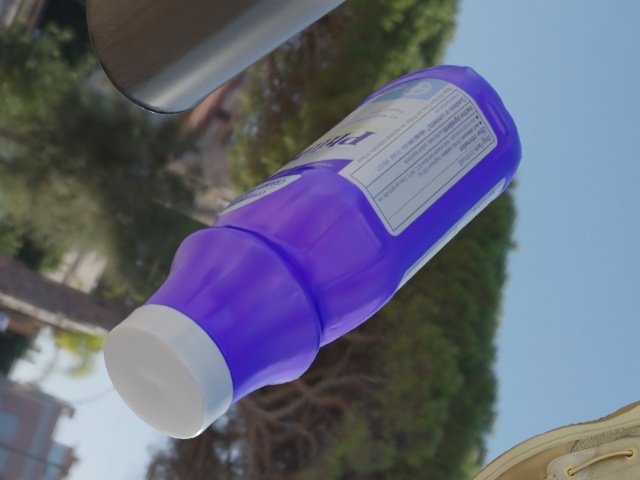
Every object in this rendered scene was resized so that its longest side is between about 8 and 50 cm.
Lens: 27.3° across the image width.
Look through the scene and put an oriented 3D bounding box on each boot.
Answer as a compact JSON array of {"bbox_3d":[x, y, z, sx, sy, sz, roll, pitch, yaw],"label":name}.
[{"bbox_3d":[0.239,0.234,0.995,0.203,0.262,0.095,-118,-170,-47],"label":"boot"}]

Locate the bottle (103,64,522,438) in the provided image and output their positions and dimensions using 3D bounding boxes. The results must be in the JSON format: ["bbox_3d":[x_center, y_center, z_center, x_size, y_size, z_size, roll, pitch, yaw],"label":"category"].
[{"bbox_3d":[0.000,0.000,0.721,0.118,0.092,0.283,-22,-166,48],"label":"bottle"}]

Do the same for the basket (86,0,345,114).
[{"bbox_3d":[-0.062,-0.233,1.115,0.227,0.154,0.204,-23,-147,38],"label":"basket"}]
